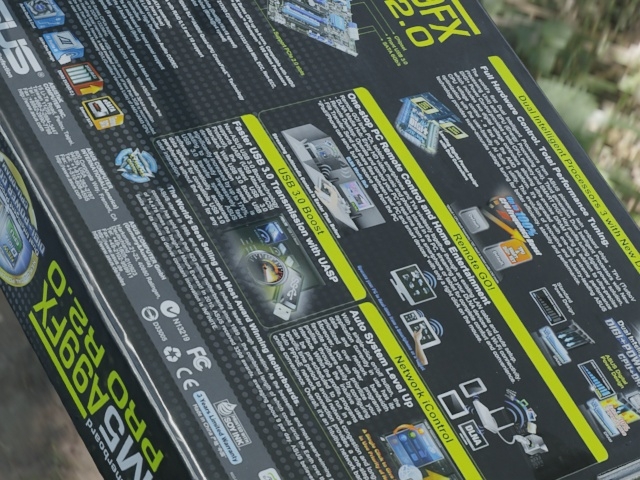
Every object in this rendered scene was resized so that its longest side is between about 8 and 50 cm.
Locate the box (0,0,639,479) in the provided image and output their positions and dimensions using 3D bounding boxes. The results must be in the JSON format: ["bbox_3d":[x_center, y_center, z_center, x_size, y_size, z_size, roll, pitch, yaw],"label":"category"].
[{"bbox_3d":[0.000,0.000,0.698,0.216,0.060,0.270,-16,63,-33],"label":"box"}]
